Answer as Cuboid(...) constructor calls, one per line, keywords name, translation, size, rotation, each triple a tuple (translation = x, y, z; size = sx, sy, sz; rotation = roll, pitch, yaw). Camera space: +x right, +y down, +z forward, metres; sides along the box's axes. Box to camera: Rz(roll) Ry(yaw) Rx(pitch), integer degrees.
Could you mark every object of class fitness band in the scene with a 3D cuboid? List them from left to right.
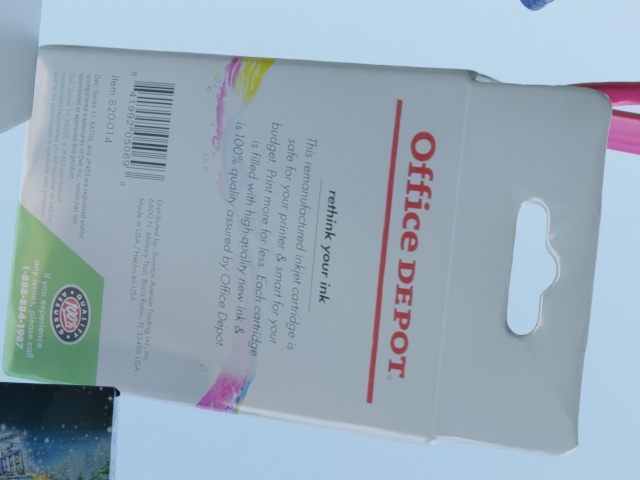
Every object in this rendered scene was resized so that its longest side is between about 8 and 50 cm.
Cuboid(name="fitness band", translation=(0.394, -0.149, 1.714), size=(0.209, 0.054, 0.291), rotation=(-22, -156, -34))

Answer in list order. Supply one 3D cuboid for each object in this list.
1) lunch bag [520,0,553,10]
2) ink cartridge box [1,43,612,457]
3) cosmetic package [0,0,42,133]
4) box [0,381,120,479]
Cuboid(name="lunch bag", translation=(0.200, -0.245, 1.271), size=(0.067, 0.065, 0.098), rotation=(53, -132, -5))
Cuboid(name="ink cartridge box", translation=(0.000, 0.000, 0.877), size=(0.353, 0.207, 0.119), rotation=(7, -178, 23))
Cuboid(name="cosmetic package", translation=(-0.253, -0.114, 0.637), size=(0.225, 0.138, 0.224), rotation=(9, -167, 3))
Cuboid(name="box", translation=(-0.229, 0.154, 0.805), size=(0.233, 0.044, 0.159), rotation=(3, -100, -4))
